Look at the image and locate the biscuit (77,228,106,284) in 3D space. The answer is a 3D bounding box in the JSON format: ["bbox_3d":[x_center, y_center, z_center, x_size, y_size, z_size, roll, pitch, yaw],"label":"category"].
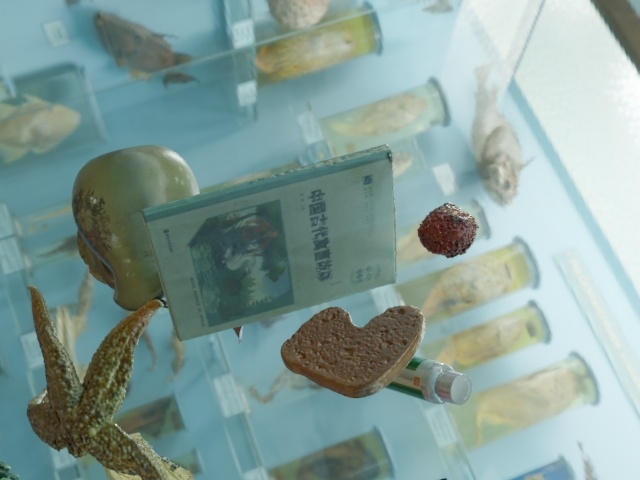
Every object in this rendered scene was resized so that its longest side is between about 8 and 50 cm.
[{"bbox_3d":[-0.431,-0.008,1.895,0.042,0.225,0.226,58,12,-85],"label":"biscuit"}]

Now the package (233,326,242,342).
[{"bbox_3d":[-0.179,0.175,1.850,0.083,0.029,0.059,-115,-150,-49],"label":"package"}]

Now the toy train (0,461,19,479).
[{"bbox_3d":[-0.588,0.474,1.492,0.071,0.171,0.111,38,-14,-37],"label":"toy train"}]

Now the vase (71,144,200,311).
[{"bbox_3d":[-0.358,-0.004,1.657,0.329,0.240,0.303,-23,-99,50],"label":"vase"}]

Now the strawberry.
[{"bbox_3d":[0.189,-0.014,1.248,0.096,0.083,0.083,177,-105,-72],"label":"strawberry"}]

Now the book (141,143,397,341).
[{"bbox_3d":[-0.048,0.007,0.987,0.025,0.282,0.215,-116,-166,-45],"label":"book"}]

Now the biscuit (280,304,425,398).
[{"bbox_3d":[0.055,0.157,1.328,0.192,0.186,0.036,19,-37,36],"label":"biscuit"}]

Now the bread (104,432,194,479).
[{"bbox_3d":[-0.377,0.559,1.920,0.251,0.182,0.039,41,-46,-10],"label":"bread"}]

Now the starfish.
[{"bbox_3d":[-0.401,0.283,1.540,0.398,0.132,0.384,5,-89,35],"label":"starfish"}]

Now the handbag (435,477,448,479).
[{"bbox_3d":[0.295,0.663,1.962,0.270,0.088,0.175,39,-48,7],"label":"handbag"}]

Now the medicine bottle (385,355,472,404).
[{"bbox_3d":[0.221,0.307,1.914,0.260,0.095,0.095,9,-61,54],"label":"medicine bottle"}]
